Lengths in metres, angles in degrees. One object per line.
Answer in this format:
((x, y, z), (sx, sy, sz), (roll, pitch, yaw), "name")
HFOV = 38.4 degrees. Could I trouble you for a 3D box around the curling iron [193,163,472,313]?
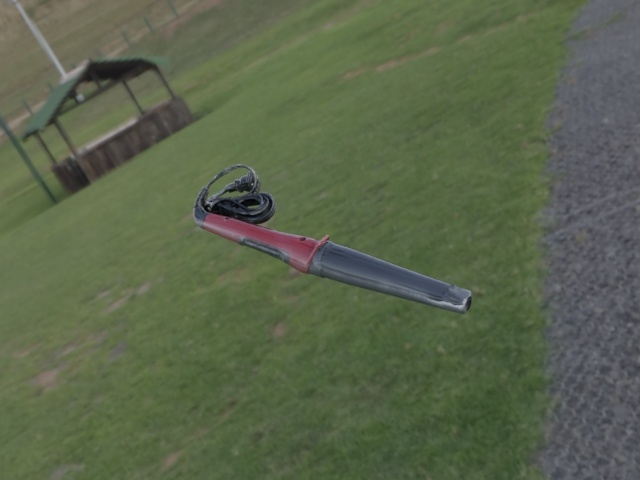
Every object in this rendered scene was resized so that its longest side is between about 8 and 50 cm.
((0.000, 0.000, 0.735), (0.274, 0.035, 0.068), (23, 73, 35), "curling iron")
